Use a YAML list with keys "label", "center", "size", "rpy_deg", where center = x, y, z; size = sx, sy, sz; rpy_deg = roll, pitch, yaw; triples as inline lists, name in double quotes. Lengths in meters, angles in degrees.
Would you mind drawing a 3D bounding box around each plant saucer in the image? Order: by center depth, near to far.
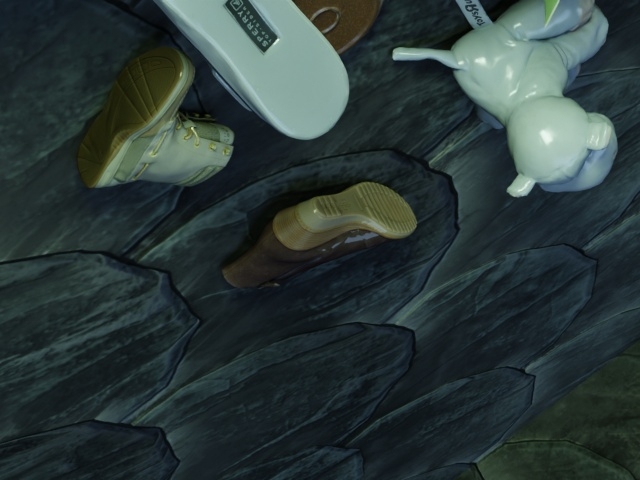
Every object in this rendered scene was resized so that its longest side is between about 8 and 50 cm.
- label: "plant saucer"
  center: [-0.002, -0.259, 1.369]
  size: [0.198, 0.036, 0.199]
  rpy_deg: [-23, 151, -13]

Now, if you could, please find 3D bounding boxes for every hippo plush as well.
- label: "hippo plush"
  center: [0.298, -0.191, 1.547]
  size: [0.234, 0.237, 0.294]
  rpy_deg: [-41, 150, 19]

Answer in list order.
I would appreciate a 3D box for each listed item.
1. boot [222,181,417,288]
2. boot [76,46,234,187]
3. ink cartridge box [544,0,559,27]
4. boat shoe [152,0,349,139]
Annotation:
- label: "boot"
  center: [0.000, 0.000, 1.762]
  size: [0.248, 0.090, 0.207]
  rpy_deg: [1, 150, -46]
- label: "boot"
  center: [-0.162, -0.134, 1.375]
  size: [0.165, 0.077, 0.213]
  rpy_deg: [1, 144, -43]
- label: "ink cartridge box"
  center: [0.290, -0.358, 1.293]
  size: [0.056, 0.235, 0.171]
  rpy_deg: [11, 140, -9]
- label: "boat shoe"
  center: [-0.114, -0.258, 1.160]
  size: [0.136, 0.156, 0.367]
  rpy_deg: [-47, 123, -11]
